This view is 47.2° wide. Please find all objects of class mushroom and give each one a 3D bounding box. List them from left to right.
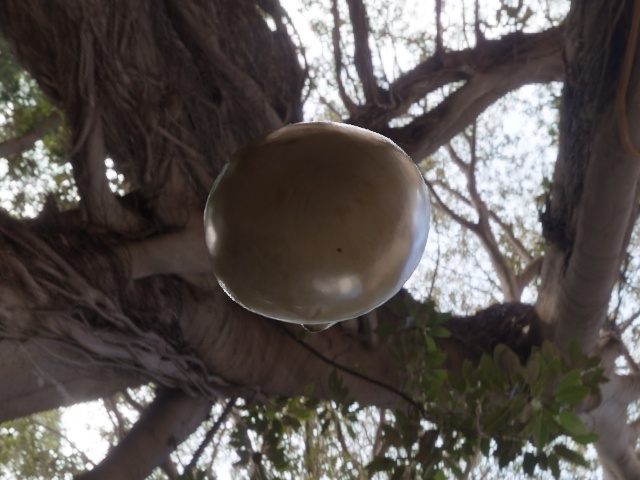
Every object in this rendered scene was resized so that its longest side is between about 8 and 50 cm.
[{"bbox_3d":[0.000,0.000,0.662,0.204,0.204,0.204,-5,-132,6],"label":"mushroom"}]
